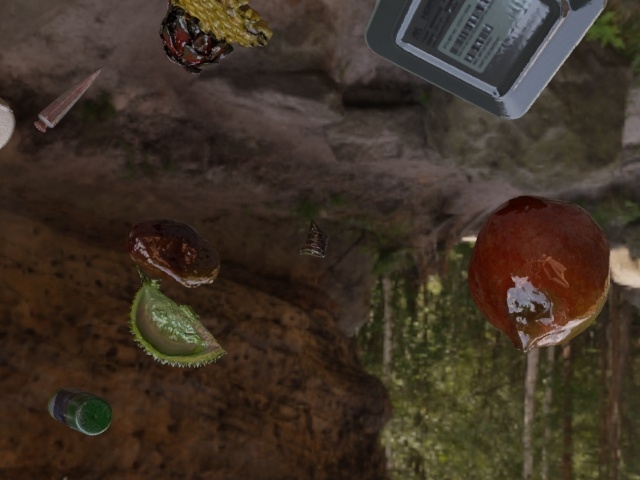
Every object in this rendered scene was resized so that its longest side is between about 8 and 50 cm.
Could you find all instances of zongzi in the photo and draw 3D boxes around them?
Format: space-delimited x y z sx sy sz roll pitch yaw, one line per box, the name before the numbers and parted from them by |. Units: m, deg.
zongzi | 0.000 0.000 1.780 0.067 0.083 0.073 3 171 38

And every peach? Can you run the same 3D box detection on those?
peach | 0.339 0.063 1.214 0.232 0.257 0.232 22 152 13

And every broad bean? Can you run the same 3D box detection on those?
broad bean | -0.340 0.025 1.785 0.228 0.122 0.156 24 -154 -7

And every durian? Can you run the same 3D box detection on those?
durian | -0.248 0.135 1.225 0.215 0.100 0.086 40 177 13

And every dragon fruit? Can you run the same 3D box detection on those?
dragon fruit | -0.282 -0.477 1.742 0.182 0.182 0.188 5 163 -32

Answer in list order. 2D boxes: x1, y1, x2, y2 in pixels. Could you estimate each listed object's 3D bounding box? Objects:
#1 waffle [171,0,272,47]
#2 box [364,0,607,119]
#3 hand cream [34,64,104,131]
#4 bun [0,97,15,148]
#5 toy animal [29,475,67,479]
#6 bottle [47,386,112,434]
waffle | -0.204 -0.441 1.440 0.228 0.051 0.231 34 170 -30
box | 0.294 -0.428 1.437 0.373 0.090 0.367 26 144 0
hand cream | -0.587 -0.337 1.794 0.043 0.210 0.067 47 157 -24
bun | -0.676 -0.235 1.490 0.094 0.138 0.138 39 -170 22
toy animal | -0.616 0.571 1.693 0.170 0.090 0.255 -33 122 30
bottle | -0.593 0.416 1.880 0.093 0.093 0.330 5 172 -29
